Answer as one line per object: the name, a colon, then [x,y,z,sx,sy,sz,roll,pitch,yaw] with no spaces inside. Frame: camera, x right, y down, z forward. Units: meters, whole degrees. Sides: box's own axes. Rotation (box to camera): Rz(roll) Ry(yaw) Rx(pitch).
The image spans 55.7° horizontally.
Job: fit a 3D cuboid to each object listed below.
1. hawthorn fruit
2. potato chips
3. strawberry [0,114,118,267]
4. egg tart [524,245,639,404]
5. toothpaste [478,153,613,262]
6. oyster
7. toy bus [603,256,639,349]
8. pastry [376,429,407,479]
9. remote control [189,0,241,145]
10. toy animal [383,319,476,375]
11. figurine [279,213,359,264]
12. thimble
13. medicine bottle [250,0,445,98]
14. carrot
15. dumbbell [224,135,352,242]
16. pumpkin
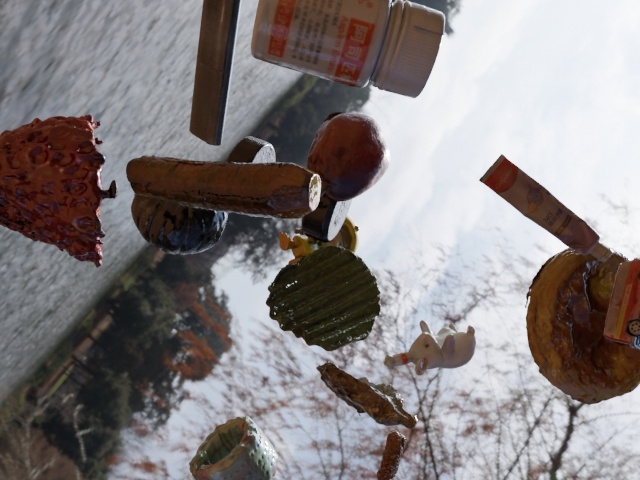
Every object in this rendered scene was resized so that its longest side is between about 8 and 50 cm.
hawthorn fruit: [0.050,-0.182,1.374,0.189,0.189,0.251,-35,-168,47]
potato chips: [0.033,0.187,1.982,0.429,0.358,0.070,-25,152,-36]
strawberry: [-0.392,-0.068,0.858,0.234,0.178,0.234,177,-90,-66]
egg tart: [0.729,0.226,1.678,0.443,0.443,0.178,-52,-169,-16]
toothpaste: [0.465,-0.062,1.244,0.075,0.301,0.048,-55,158,20]
oyster: [0.088,0.398,1.606,0.111,0.204,0.396,-65,-162,-10]
toy bus: [0.589,0.116,1.136,0.077,0.079,0.174,7,-103,49]
pastry: [0.233,0.698,1.953,0.063,0.087,0.169,5,-114,33]
remote control: [-0.226,-0.397,1.302,0.044,0.107,0.378,-15,129,-42]
toy animal: [0.332,0.316,1.794,0.140,0.282,0.138,11,-81,62]
figurine: [0.000,0.000,2.221,0.187,0.215,0.343,-3,-168,44]
thimble: [-0.225,0.572,1.556,0.211,0.149,0.185,-35,-160,-14]
medicine bottle: [0.036,-0.294,0.852,0.144,0.252,0.144,-168,-90,-82]
carrot: [-0.125,-0.071,0.752,0.260,0.070,0.070,8,-138,22]
dumbbell: [-0.088,-0.139,1.634,0.204,0.322,0.204,22,90,-77]
pumpkin: [-0.320,-0.068,1.385,0.220,0.220,0.162,-70,-177,-61]
